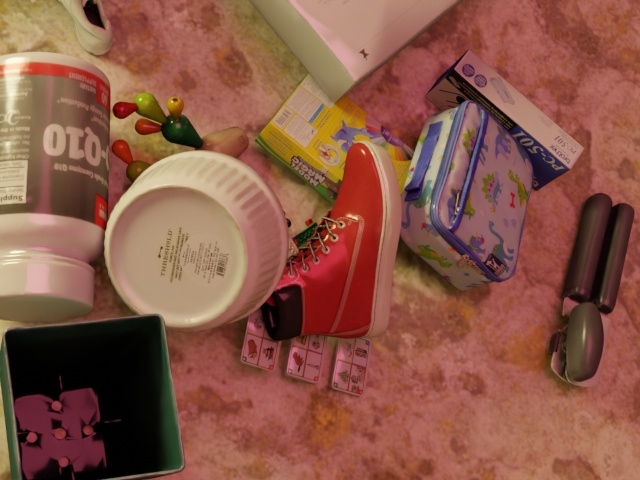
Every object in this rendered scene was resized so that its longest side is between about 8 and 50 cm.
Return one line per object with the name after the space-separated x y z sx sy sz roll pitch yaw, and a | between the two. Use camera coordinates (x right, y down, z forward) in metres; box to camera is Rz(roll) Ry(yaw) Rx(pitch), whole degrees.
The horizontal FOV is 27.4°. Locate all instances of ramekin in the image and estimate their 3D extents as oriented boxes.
-0.146 0.006 1.491 0.207 0.109 0.207 2 102 11 | ramekin

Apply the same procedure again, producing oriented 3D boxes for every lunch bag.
0.189 -0.059 1.700 0.176 0.090 0.219 42 51 -30 | lunch bag

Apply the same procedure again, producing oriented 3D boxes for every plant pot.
-0.262 0.193 1.417 0.165 0.234 0.166 -5 75 -21 | plant pot

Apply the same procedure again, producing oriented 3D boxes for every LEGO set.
-0.013 0.062 1.667 0.182 0.060 0.244 19 69 -27 | LEGO set

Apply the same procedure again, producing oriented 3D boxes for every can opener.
0.377 0.063 1.769 0.076 0.095 0.283 23 68 -13 | can opener

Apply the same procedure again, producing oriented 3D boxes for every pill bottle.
-0.324 -0.058 1.512 0.161 0.161 0.283 4 73 -19 | pill bottle

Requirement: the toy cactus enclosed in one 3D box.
-0.152 -0.097 1.617 0.180 0.112 0.219 -38 98 -43 | toy cactus

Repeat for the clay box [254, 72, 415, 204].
0.038 -0.107 1.705 0.222 0.053 0.127 40 49 -6 | clay box

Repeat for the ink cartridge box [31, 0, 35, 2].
-0.365 -0.468 1.530 0.307 0.129 0.223 51 25 -29 | ink cartridge box

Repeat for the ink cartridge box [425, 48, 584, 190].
0.250 -0.161 1.789 0.207 0.097 0.046 39 65 -5 | ink cartridge box

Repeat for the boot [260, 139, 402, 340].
0.000 0.000 1.582 0.176 0.088 0.244 0 98 -26 | boot

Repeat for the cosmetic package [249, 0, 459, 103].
0.072 -0.403 1.726 0.377 0.097 0.284 -40 90 -22 | cosmetic package

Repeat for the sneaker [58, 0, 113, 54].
-0.304 -0.309 1.652 0.053 0.061 0.152 -33 86 -24 | sneaker
